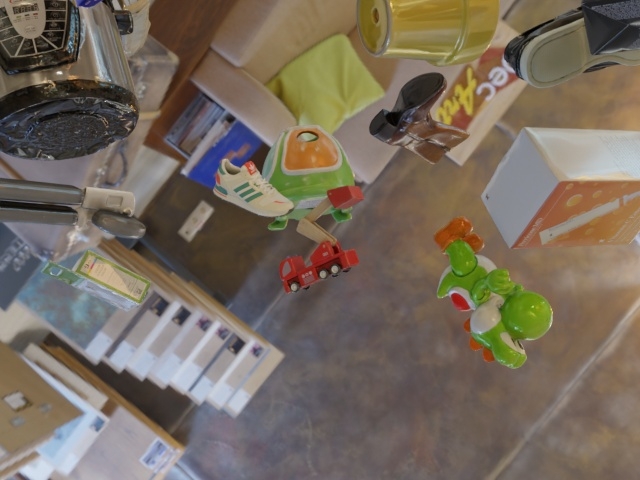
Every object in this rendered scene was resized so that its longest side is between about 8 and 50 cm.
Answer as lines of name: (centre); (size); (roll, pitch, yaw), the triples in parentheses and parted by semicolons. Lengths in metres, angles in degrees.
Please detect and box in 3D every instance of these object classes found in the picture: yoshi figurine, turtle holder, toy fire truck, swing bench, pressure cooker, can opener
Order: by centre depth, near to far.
can opener: (-0.419, -0.055, 1.004); (0.280, 0.093, 0.074); (6, 106, -51)
toy fire truck: (0.000, 0.000, 1.029); (0.192, 0.135, 0.047); (-25, 171, 27)
yoshi figurine: (0.411, 0.108, 1.391); (0.203, 0.362, 0.203); (-6, 143, -18)
pressure cooker: (-0.669, -0.446, 1.468); (0.375, 0.420, 0.370); (-23, 168, 28)
turtle holder: (-0.026, -0.155, 1.532); (0.243, 0.227, 0.320); (-11, 172, 16)
swing bench: (-0.567, -0.696, 1.687); (0.165, 0.255, 0.253); (-43, -175, -24)

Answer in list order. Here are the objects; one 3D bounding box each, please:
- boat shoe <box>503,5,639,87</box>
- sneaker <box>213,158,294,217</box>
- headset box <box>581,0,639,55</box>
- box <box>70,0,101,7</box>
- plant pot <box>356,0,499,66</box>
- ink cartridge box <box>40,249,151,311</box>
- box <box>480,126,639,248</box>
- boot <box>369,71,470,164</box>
boat shoe: (0.480, -0.360, 1.063); (0.340, 0.113, 0.127); (-24, 122, -7)
sneaker: (-0.118, -0.096, 1.065); (0.057, 0.161, 0.075); (-36, 142, -55)
headset box: (0.485, -0.413, 0.810); (0.110, 0.218, 0.293); (42, 56, -51)
box: (-0.413, -0.455, 1.002); (0.081, 0.136, 0.028); (-45, -179, -15)
plant pot: (0.218, -0.504, 1.321); (0.239, 0.254, 0.254); (-13, 155, -18)
ink cartridge box: (-0.491, 0.079, 1.322); (0.109, 0.209, 0.062); (-24, -139, 54)
box: (0.576, -0.115, 1.338); (0.345, 0.168, 0.215); (-2, 140, -19)
boot: (0.318, -0.323, 1.662); (0.280, 0.096, 0.264); (17, 135, -35)
